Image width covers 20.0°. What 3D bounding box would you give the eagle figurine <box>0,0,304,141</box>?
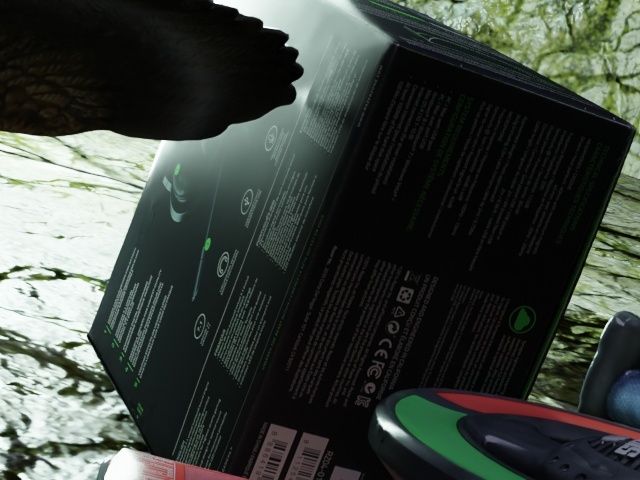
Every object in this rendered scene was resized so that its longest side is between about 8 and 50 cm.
[{"bbox_3d":[-0.191,-0.069,0.778,0.298,0.225,0.226,-36,84,-29],"label":"eagle figurine"}]

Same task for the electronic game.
[{"bbox_3d":[0.130,0.104,0.713,0.229,0.048,0.229,16,7,-2],"label":"electronic game"}]

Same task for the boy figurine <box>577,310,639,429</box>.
[{"bbox_3d":[0.296,0.131,1.106,0.285,0.092,0.177,23,11,39],"label":"boy figurine"}]

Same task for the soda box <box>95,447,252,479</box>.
[{"bbox_3d":[0.035,0.158,0.662,0.263,0.092,0.083,16,10,-6],"label":"soda box"}]

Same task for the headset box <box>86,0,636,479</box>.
[{"bbox_3d":[0.000,0.000,0.929,0.131,0.246,0.283,17,11,-24],"label":"headset box"}]
